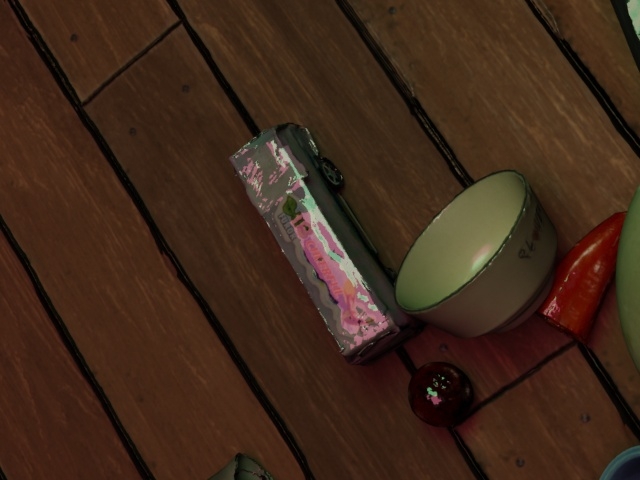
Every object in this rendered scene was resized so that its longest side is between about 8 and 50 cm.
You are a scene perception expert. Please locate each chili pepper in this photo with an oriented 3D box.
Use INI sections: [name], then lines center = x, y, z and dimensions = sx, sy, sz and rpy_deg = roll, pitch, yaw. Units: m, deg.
[chili pepper]
center = 0.322, 0.033, 1.574
dimensions = 0.169, 0.088, 0.065
rpy_deg = -57, 34, -3

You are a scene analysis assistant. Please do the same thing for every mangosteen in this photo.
[mangosteen]
center = 0.145, 0.187, 1.618
dimensions = 0.081, 0.081, 0.080
rpy_deg = -2, 84, 20

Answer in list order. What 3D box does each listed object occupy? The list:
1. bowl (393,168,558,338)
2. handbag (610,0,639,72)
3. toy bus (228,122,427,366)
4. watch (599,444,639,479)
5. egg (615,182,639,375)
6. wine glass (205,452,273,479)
[bowl]
center = 0.195, 0.032, 1.563
dimensions = 0.211, 0.211, 0.112
rpy_deg = -43, 111, 11
[handbag]
center = 0.437, -0.252, 1.498
dimensions = 0.181, 0.181, 0.254
rpy_deg = -23, 78, 24
[toy bus]
center = 0.000, 0.000, 1.651
dimensions = 0.112, 0.138, 0.317
rpy_deg = -35, 76, 12
[watch]
center = 0.393, 0.317, 1.455
dimensions = 0.211, 0.211, 0.193
rpy_deg = -14, 66, 18
[egg]
center = 0.451, 0.017, 1.407
dimensions = 0.278, 0.278, 0.336
rpy_deg = 0, 96, 20
[wine glass]
center = -0.146, 0.359, 1.701
dimensions = 0.195, 0.079, 0.079
rpy_deg = -47, 72, 11
